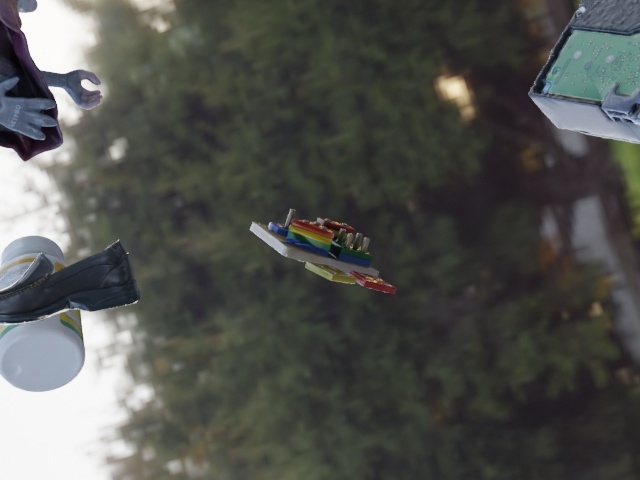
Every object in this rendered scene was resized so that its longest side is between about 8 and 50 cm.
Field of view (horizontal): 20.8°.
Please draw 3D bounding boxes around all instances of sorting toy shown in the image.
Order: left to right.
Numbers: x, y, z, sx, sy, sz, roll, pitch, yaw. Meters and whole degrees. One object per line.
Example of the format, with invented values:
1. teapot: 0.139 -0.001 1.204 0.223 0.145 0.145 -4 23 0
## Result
1. sorting toy: 0.000 0.000 2.190 0.274 0.132 0.046 36 109 64

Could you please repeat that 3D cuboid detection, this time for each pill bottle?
1. pill bottle: -0.377 0.091 2.306 0.208 0.117 0.118 -107 -9 -48

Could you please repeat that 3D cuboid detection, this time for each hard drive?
1. hard drive: 0.357 -0.233 1.520 0.064 0.237 0.339 43 -108 -38

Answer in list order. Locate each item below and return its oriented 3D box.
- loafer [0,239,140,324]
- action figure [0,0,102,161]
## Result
1. loafer: -0.253 0.042 1.595 0.062 0.170 0.061 173 87 -68
2. action figure: -0.369 -0.210 1.818 0.370 0.275 0.248 -115 17 -62
